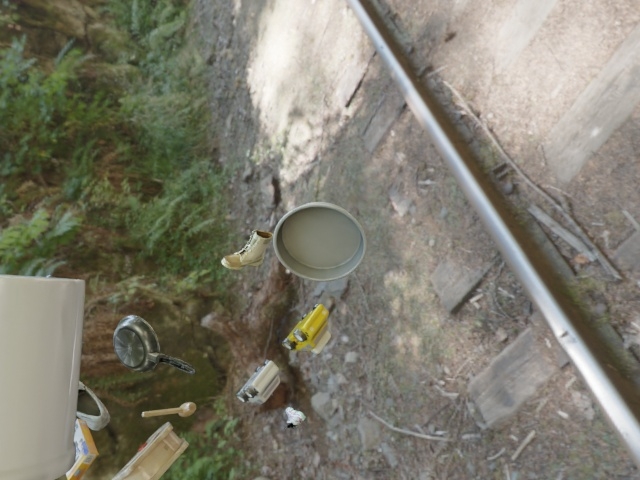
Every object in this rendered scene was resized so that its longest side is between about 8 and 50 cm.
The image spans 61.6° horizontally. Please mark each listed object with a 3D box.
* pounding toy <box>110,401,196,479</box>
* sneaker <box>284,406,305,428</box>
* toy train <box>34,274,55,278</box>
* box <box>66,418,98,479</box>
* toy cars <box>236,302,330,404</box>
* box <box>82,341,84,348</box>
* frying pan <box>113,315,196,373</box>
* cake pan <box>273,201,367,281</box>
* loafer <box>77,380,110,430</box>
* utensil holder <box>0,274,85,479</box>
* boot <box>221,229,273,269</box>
[{"bbox_3d":[-0.461,0.546,1.450,0.154,0.155,0.269,-38,5,47],"label":"pounding toy"},{"bbox_3d":[-0.098,0.582,1.738,0.069,0.038,0.098,-48,21,-29],"label":"sneaker"},{"bbox_3d":[-0.885,0.249,1.604,0.142,0.190,0.334,-25,20,34],"label":"toy train"},{"bbox_3d":[-0.569,0.483,1.252,0.081,0.028,0.136,-54,45,-2],"label":"box"},{"bbox_3d":[-0.086,0.312,1.382,0.394,0.087,0.176,-50,0,18],"label":"toy cars"},{"bbox_3d":[-0.780,0.393,1.601,0.220,0.051,0.175,142,139,-81],"label":"box"},{"bbox_3d":[-0.569,0.389,1.762,0.326,0.053,0.197,41,115,15],"label":"frying pan"},{"bbox_3d":[0.000,0.000,1.681,0.293,0.293,0.054,-57,14,32],"label":"cake pan"},{"bbox_3d":[-0.910,0.574,1.992,0.112,0.319,0.112,-48,-16,-39],"label":"loafer"},{"bbox_3d":[-0.651,0.262,1.082,0.327,0.327,0.386,-6,79,60],"label":"utensil holder"},{"bbox_3d":[-0.302,0.036,2.236,0.077,0.213,0.165,47,124,29],"label":"boot"}]
